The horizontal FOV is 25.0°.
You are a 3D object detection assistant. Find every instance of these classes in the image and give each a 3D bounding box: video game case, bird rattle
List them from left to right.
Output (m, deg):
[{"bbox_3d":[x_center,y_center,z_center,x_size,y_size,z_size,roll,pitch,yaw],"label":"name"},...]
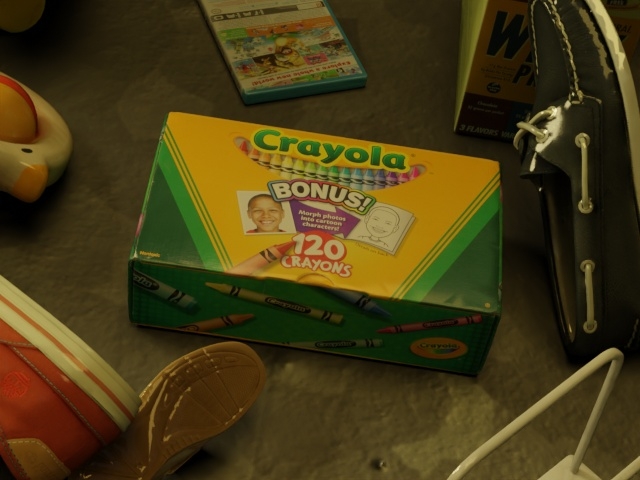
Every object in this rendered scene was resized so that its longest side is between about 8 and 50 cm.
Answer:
[{"bbox_3d":[-0.302,-0.105,1.172,0.207,0.143,0.253,28,14,-13],"label":"bird rattle"},{"bbox_3d":[-0.040,-0.195,1.356,0.119,0.015,0.166,-10,50,-19],"label":"video game case"}]

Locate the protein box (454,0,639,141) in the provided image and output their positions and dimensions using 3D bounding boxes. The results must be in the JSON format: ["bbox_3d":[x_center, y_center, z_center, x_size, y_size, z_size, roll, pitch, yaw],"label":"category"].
[{"bbox_3d":[0.207,-0.224,1.293,0.136,0.201,0.200,9,47,-1],"label":"protein box"}]

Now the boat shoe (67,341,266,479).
[{"bbox_3d":[-0.113,0.131,1.014,0.170,0.059,0.063,-35,87,-30],"label":"boat shoe"}]

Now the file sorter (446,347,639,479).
[{"bbox_3d":[0.213,0.236,0.894,0.193,0.173,0.278,-31,60,-31],"label":"file sorter"}]

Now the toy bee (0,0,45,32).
[{"bbox_3d":[-0.237,-0.300,1.325,0.162,0.195,0.298,23,32,-21],"label":"toy bee"}]

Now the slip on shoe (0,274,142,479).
[{"bbox_3d":[-0.265,0.062,0.999,0.331,0.123,0.101,30,71,33],"label":"slip on shoe"}]

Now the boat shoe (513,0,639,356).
[{"bbox_3d":[0.201,-0.060,1.130,0.091,0.114,0.302,-14,84,-6],"label":"boat shoe"}]

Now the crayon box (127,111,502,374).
[{"bbox_3d":[0.000,0.000,1.137,0.278,0.081,0.165,8,47,-1],"label":"crayon box"}]
